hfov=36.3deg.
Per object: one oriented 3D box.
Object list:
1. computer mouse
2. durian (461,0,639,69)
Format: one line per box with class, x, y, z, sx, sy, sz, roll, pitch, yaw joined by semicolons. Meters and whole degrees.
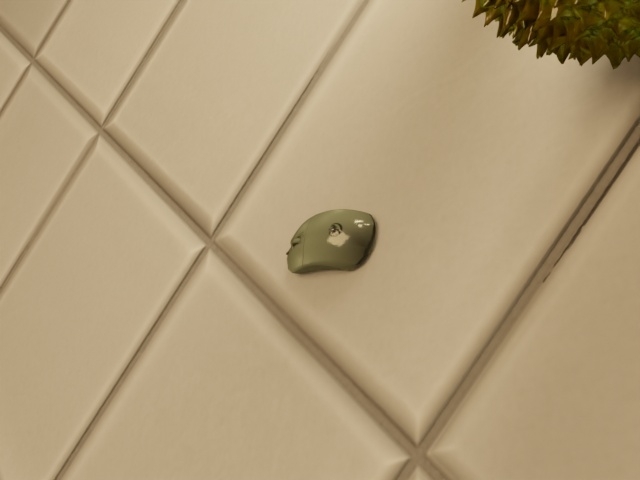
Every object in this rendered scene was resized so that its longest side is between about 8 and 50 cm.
computer mouse;0.000;0.000;0.871;0.110;0.032;0.056;-11;58;45
durian;0.209;-0.221;0.635;0.237;0.200;0.176;-52;26;1
